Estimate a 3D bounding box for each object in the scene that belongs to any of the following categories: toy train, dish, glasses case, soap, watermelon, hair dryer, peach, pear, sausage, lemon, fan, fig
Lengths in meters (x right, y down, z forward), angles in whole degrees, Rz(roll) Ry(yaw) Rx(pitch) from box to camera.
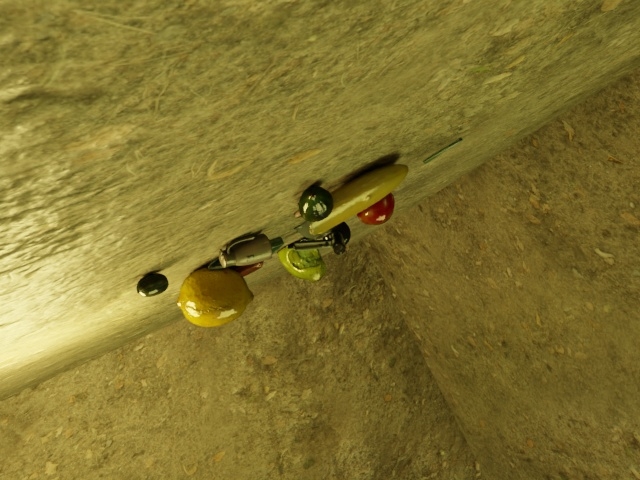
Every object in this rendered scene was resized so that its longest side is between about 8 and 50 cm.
[{"bbox_3d":[-0.344,0.066,1.686,0.251,0.055,0.048,-23,173,-34],"label":"toy train"},{"bbox_3d":[-0.001,-0.062,1.912,0.236,0.086,0.228,-26,174,-9],"label":"dish"},{"bbox_3d":[-0.248,0.041,1.940,0.077,0.039,0.184,-22,172,-39],"label":"glasses case"},{"bbox_3d":[0.129,-0.160,1.502,0.427,0.115,0.306,-30,173,-4],"label":"soap"},{"bbox_3d":[-0.565,0.150,1.368,0.078,0.078,0.110,-32,171,38],"label":"watermelon"},{"bbox_3d":[0.002,-0.019,2.046,0.284,0.156,0.320,13,-166,5],"label":"hair dryer"},{"bbox_3d":[0.262,-0.174,1.972,0.190,0.192,0.190,4,-163,-1],"label":"peach"},{"bbox_3d":[-0.102,0.130,2.328,0.238,0.256,0.164,-22,175,-1],"label":"pear"},{"bbox_3d":[-0.395,0.132,1.839,0.330,0.102,0.102,-29,173,23],"label":"sausage"},{"bbox_3d":[-0.434,0.234,1.697,0.310,0.258,0.258,-3,167,-16],"label":"lemon"},{"bbox_3d":[0.531,-0.387,1.773,0.193,0.016,0.038,-31,170,38],"label":"fan"},{"bbox_3d":[-0.018,-0.127,1.276,0.117,0.117,0.177,-27,161,-2],"label":"fig"}]

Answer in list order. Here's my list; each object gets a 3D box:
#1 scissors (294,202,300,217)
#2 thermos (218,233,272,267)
[{"bbox_3d":[-0.041,-0.126,1.510,0.160,0.024,0.317,-26,174,8],"label":"scissors"},{"bbox_3d":[-0.289,0.034,1.537,0.193,0.105,0.137,-16,143,-30],"label":"thermos"}]
